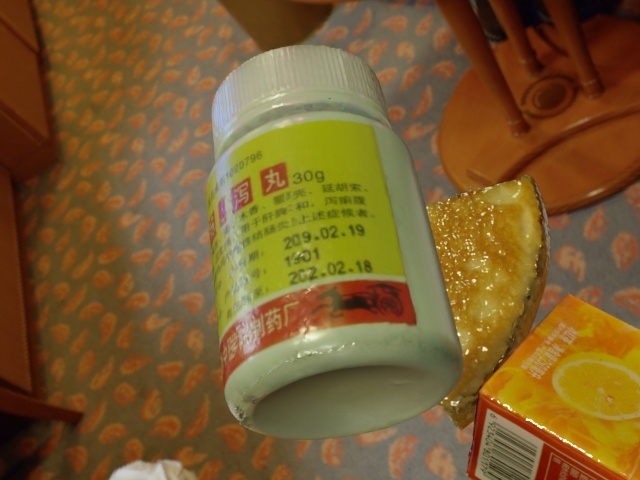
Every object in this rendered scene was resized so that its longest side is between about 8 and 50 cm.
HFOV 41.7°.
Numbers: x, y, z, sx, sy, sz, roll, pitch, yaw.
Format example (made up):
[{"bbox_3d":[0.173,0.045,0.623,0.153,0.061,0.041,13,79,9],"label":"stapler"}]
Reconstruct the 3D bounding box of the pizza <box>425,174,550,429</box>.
[{"bbox_3d":[0.146,0.059,0.974,0.223,0.089,0.323,7,57,28],"label":"pizza"}]

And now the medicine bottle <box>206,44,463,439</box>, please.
[{"bbox_3d":[0.000,0.000,0.528,0.139,0.139,0.225,-22,55,19],"label":"medicine bottle"}]

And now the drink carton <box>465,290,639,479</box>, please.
[{"bbox_3d":[0.187,0.121,0.390,0.223,0.071,0.096,29,47,31],"label":"drink carton"}]
